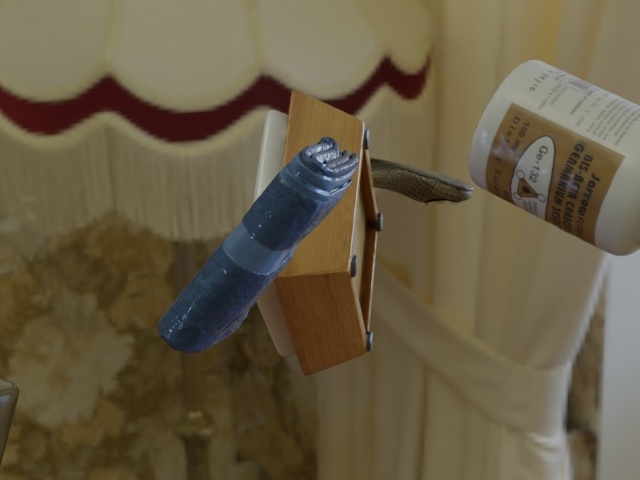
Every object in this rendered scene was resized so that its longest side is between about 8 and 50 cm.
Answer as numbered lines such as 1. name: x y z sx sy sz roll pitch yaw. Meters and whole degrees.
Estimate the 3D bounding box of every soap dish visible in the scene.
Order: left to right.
1. soap dish: 0.000 0.000 1.643 0.118 0.291 0.229 2 64 8

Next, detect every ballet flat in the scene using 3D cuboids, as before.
1. ballet flat: 0.067 -0.074 1.779 0.250 0.058 0.084 13 5 16

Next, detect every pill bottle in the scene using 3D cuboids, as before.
1. pill bottle: 0.260 -0.061 1.285 0.229 0.131 0.131 29 34 24

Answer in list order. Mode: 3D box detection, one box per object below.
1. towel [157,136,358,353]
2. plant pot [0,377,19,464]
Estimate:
1. towel: -0.029 0.004 0.689 0.029 0.119 0.067 42 19 4
2. plant pot: -0.406 0.202 1.444 0.188 0.187 0.167 19 13 11
